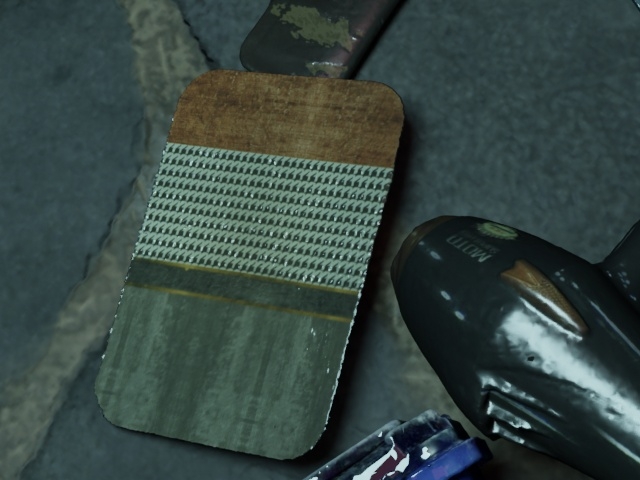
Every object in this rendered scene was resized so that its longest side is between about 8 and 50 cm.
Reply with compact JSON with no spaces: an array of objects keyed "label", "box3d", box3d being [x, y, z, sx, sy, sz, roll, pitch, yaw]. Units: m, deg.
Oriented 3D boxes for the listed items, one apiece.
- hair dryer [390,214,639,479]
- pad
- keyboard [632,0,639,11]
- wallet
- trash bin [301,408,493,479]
[{"label":"hair dryer","box3d":[0.243,0.011,0.799,0.359,0.120,0.303,-39,48,-18]},{"label":"pad","box3d":[0.015,0.009,0.821,0.323,0.055,0.250,1,70,42]},{"label":"keyboard","box3d":[0.198,-0.230,0.935,0.055,0.014,0.176,-29,72,-1]},{"label":"wallet","box3d":[0.012,-0.165,0.937,0.082,0.018,0.157,32,81,15]},{"label":"trash bin","box3d":[0.059,0.228,0.742,0.184,0.162,0.234,-34,78,4]}]
